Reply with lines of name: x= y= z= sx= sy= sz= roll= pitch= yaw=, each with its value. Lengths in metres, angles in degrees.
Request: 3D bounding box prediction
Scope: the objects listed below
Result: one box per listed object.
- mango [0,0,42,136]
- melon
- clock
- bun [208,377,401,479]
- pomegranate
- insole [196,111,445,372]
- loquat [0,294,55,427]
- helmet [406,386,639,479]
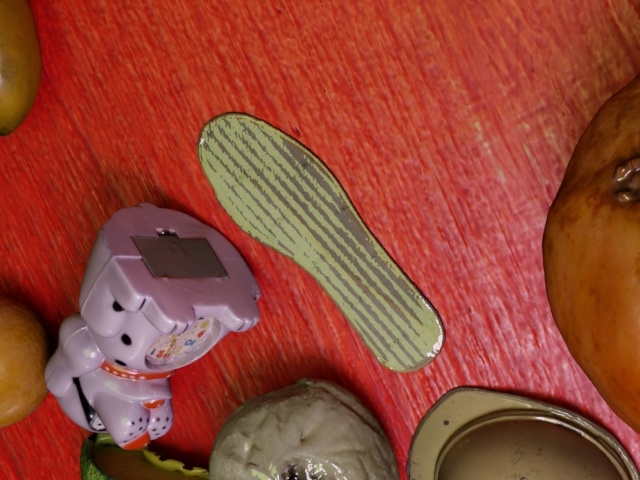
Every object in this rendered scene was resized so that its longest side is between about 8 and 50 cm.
mango: x=-0.391 y=-0.234 z=1.361 sx=0.254 sy=0.139 sz=0.175 roll=41 pitch=121 yaw=-5
melon: x=-0.161 y=0.327 z=1.427 sx=0.265 sy=0.129 sz=0.169 roll=9 pitch=107 yaw=12
clock: x=-0.203 y=0.109 z=1.373 sx=0.189 sy=0.189 sz=0.254 roll=37 pitch=115 yaw=5
bun: x=-0.007 y=0.256 z=1.338 sx=0.221 sy=0.108 sz=0.221 roll=3 pitch=84 yaw=-27
pomegranate: x=0.400 y=0.015 z=1.109 sx=0.410 sy=0.410 sz=0.410 roll=3 pitch=103 yaw=14
insole: x=0.000 y=0.000 z=1.372 sx=0.119 sy=0.009 sz=0.348 roll=-42 pitch=89 yaw=18
loquat: x=-0.365 y=0.133 z=1.428 sx=0.137 sy=0.163 sz=0.163 roll=-14 pitch=99 yaw=40
helmet: x=0.201 y=0.272 z=1.311 sx=0.257 sy=0.137 sz=0.204 roll=20 pitch=106 yaw=10
